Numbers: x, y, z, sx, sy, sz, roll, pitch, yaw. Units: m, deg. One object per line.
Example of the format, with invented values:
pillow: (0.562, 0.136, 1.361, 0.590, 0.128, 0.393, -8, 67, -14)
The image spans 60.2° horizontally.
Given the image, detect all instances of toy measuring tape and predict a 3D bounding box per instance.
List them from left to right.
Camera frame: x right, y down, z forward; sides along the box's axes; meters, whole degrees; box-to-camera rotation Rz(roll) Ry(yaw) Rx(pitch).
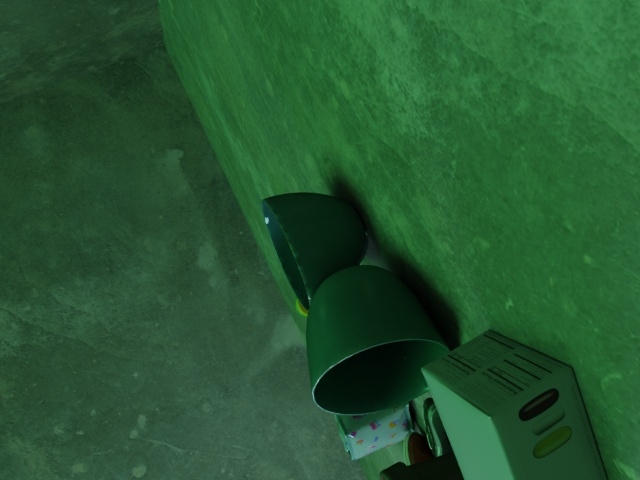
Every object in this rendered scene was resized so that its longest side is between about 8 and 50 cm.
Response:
toy measuring tape: (-0.016, 0.300, 2.168, 0.330, 0.121, 0.121, 63, 167, 6)

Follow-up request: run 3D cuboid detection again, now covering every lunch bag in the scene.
lunch bag: (0.164, 0.564, 1.705, 0.160, 0.223, 0.262, -120, 11, -46)

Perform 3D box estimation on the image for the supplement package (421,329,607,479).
supplement package: (0.303, 0.309, 0.864, 0.262, 0.145, 0.204, 67, 167, -12)

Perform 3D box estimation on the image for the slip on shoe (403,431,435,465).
slip on shoe: (0.337, 0.691, 1.562, 0.101, 0.123, 0.331, -49, 44, 28)

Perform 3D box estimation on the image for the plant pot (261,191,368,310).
plant pot: (0.000, 0.000, 1.350, 0.290, 0.195, 0.290, 157, 90, -79)

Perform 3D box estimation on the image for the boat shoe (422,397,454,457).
boat shoe: (0.304, 0.490, 1.361, 0.070, 0.077, 0.219, -161, 55, -71)

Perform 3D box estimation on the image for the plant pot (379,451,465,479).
plant pot: (0.291, 0.576, 1.213, 0.263, 0.229, 0.263, 58, 165, 26)

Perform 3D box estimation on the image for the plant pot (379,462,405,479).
plant pot: (0.313, 0.894, 1.736, 0.254, 0.276, 0.276, 29, 143, 49)

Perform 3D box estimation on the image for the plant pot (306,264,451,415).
plant pot: (0.101, 0.196, 1.184, 0.293, 0.292, 0.235, 80, 175, -49)
